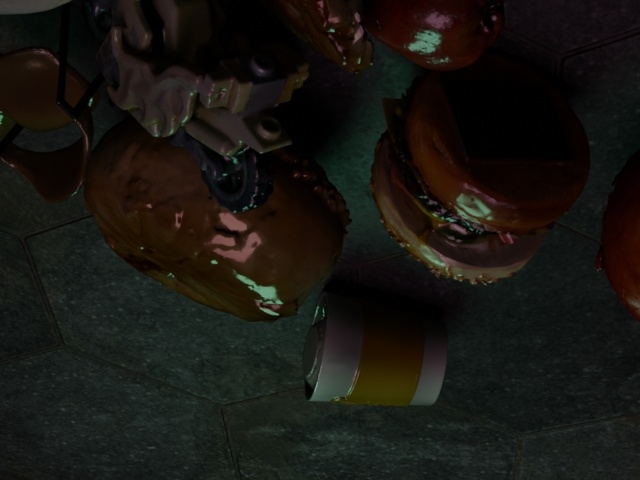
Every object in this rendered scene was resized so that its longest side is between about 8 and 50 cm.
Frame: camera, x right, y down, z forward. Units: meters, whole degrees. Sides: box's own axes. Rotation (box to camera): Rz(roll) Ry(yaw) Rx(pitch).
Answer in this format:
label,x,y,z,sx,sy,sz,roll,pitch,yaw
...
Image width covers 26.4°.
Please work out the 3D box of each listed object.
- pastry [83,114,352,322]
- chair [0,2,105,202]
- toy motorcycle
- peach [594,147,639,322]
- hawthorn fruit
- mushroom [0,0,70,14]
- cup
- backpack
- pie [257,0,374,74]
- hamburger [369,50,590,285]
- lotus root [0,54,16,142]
label,x,y,z,sx,sy,sz,roll,pitch,yaw
pastry,-0.139,-0.048,1.944,0.410,0.245,0.409,27,163,9
chair,-0.368,-0.197,1.836,0.159,0.246,0.172,-20,132,33
toy motorcycle,-0.166,-0.233,1.687,0.169,0.410,0.237,-22,155,-36
peach,0.543,-0.017,1.803,0.370,0.370,0.370,7,142,5
hawthorn fruit,0.122,-0.299,1.652,0.202,0.185,0.185,14,145,19
mushroom,-0.451,-0.345,1.732,0.329,0.159,0.122,-1,98,9
cup,0.084,0.191,2.315,0.226,0.185,0.241,9,177,-7
backpack,-0.109,-0.241,1.836,0.165,0.105,0.120,21,167,13
pie,-0.043,-0.324,1.612,0.085,0.308,0.308,-44,128,-2
hamburger,0.203,-0.090,1.818,0.291,0.291,0.225,20,143,-13
lotus root,-0.523,-0.200,2.009,0.183,0.077,0.203,16,144,-6
